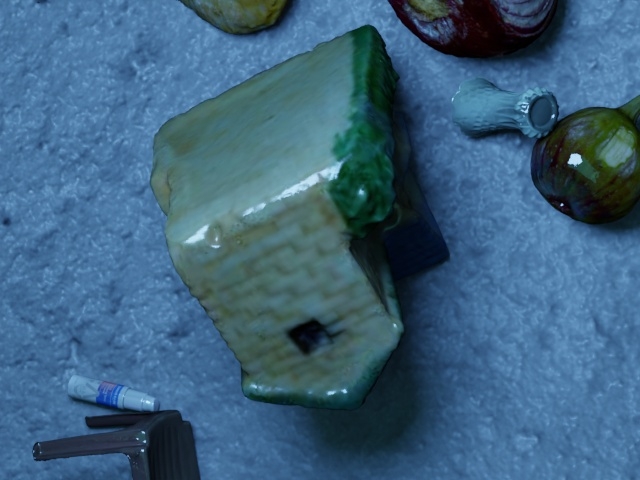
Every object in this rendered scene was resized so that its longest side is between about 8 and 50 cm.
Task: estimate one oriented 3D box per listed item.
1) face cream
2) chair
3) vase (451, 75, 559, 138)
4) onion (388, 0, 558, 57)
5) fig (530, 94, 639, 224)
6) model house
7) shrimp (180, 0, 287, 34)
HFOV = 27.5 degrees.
[{"bbox_3d":[-0.287,0.217,1.826,0.130,0.034,0.034,12,90,14],"label":"face cream"},{"bbox_3d":[-0.182,0.316,1.725,0.326,0.175,0.183,-11,93,17],"label":"chair"},{"bbox_3d":[0.236,-0.165,1.647,0.081,0.148,0.081,-4,99,-27],"label":"vase"},{"bbox_3d":[0.179,-0.334,1.657,0.206,0.216,0.207,3,129,44],"label":"onion"},{"bbox_3d":[0.377,-0.131,1.638,0.149,0.149,0.245,43,82,12],"label":"fig"},{"bbox_3d":[0.000,0.000,1.604,0.334,0.382,0.343,-24,118,12],"label":"model house"},{"bbox_3d":[-0.180,-0.478,1.720,0.272,0.085,0.445,1,121,45],"label":"shrimp"}]
